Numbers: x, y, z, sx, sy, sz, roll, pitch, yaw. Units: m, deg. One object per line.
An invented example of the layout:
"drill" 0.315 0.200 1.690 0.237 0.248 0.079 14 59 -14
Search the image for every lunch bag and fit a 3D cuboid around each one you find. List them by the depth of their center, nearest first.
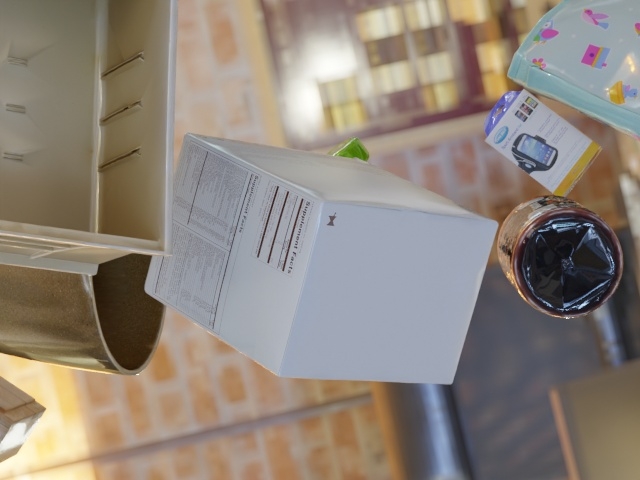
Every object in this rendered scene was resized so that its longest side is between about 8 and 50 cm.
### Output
"lunch bag" 0.373 -0.202 2.299 0.223 0.262 0.160 30 137 30

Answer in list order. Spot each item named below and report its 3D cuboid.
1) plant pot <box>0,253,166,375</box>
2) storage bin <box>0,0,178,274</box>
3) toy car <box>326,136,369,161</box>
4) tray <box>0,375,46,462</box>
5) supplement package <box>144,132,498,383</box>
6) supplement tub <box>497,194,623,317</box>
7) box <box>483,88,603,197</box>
"plant pot" -0.307 0.016 1.998 0.237 0.254 0.237 -1 -90 -77
"storage bin" -0.254 -0.122 1.551 0.123 0.260 0.262 -17 69 55
"toy car" 0.000 0.000 2.274 0.155 0.188 0.149 54 -138 -12
"tray" -0.510 0.108 2.240 0.411 0.076 0.203 32 -179 2
"supplement package" -0.001 0.015 1.670 0.203 0.194 0.149 28 107 49
"supplement tub" 0.225 0.011 1.917 0.198 0.106 0.106 -101 -1 -84
"box" 0.267 -0.122 2.441 0.136 0.081 0.028 39 -172 15
